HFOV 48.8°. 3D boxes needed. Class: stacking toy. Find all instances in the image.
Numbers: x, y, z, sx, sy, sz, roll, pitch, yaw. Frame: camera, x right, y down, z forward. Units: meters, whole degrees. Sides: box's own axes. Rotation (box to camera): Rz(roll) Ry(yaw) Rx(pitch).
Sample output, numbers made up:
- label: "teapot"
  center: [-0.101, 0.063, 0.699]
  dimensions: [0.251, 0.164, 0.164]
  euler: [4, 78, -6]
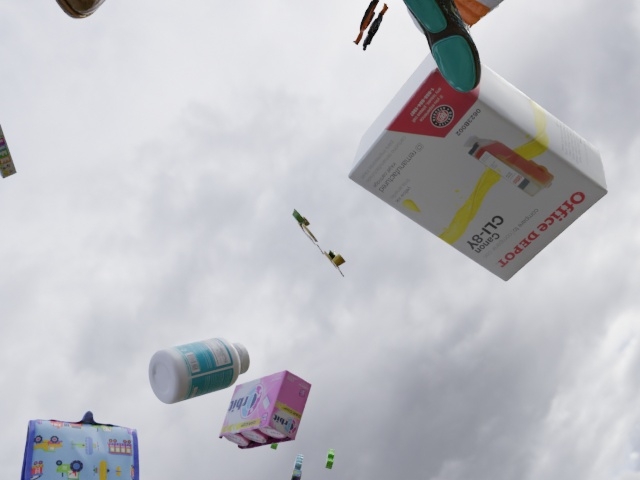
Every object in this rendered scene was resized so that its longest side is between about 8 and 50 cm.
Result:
- label: "stacking toy"
  center: [-0.061, 0.591, 1.759]
  dimensions: [0.221, 0.167, 0.052]
  euler: [-73, -1, -59]

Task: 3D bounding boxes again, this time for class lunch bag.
- label: "lunch bag"
  center: [-0.477, 0.479, 1.403]
  dimensions: [0.221, 0.293, 0.138]
  euler: [12, -37, -27]

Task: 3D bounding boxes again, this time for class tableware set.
- label: "tableware set"
  center: [0.000, 0.000, 1.398]
  dimensions: [0.024, 0.154, 0.104]
  euler: [-39, -31, -4]

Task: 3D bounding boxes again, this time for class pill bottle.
- label: "pill bottle"
  center: [-0.321, 0.346, 1.921]
  dimensions: [0.264, 0.146, 0.146]
  euler: [-5, -54, -46]

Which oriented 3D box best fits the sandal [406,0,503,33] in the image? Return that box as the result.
- label: "sandal"
  center: [0.247, -0.390, 1.070]
  dimensions: [0.076, 0.265, 0.102]
  euler: [-40, -76, -37]

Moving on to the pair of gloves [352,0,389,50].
- label: "pair of gloves"
  center: [0.071, -0.311, 1.010]
  dimensions: [0.074, 0.010, 0.083]
  euler: [-62, -12, 12]

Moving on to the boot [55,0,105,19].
- label: "boot"
  center: [-0.277, -0.439, 0.992]
  dimensions: [0.112, 0.115, 0.305]
  euler: [56, -134, -53]

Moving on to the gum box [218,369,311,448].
- label: "gum box"
  center: [-0.106, 0.312, 1.287]
  dimensions: [0.062, 0.188, 0.107]
  euler: [34, -126, -23]

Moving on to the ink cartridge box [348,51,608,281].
- label: "ink cartridge box"
  center: [0.292, -0.142, 1.322]
  dimensions: [0.385, 0.160, 0.279]
  euler: [33, -53, -10]

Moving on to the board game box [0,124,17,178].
- label: "board game box"
  center: [-0.578, -0.186, 1.204]
  dimensions: [0.026, 0.154, 0.103]
  euler: [-32, -35, -30]

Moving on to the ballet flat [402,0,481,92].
- label: "ballet flat"
  center: [0.172, -0.289, 0.949]
  dimensions: [0.070, 0.070, 0.188]
  euler: [-42, -55, -7]
